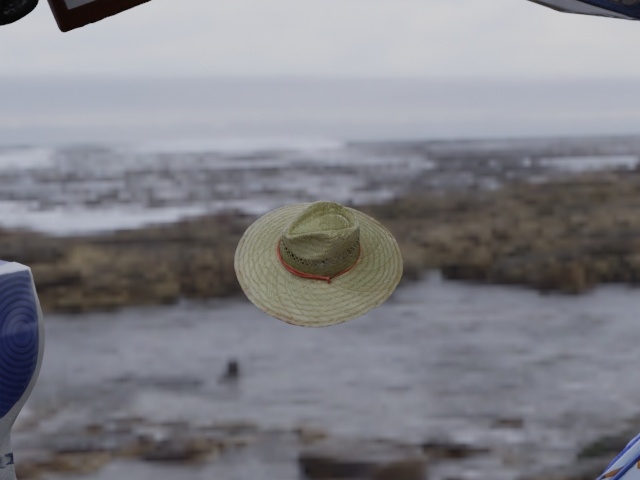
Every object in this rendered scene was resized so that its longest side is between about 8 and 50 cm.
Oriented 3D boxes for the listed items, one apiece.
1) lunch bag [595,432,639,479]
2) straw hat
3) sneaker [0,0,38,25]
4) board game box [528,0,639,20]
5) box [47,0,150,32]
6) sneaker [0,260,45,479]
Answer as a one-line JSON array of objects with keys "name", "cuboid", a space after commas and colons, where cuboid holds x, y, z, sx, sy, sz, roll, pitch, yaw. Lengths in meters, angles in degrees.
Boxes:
[{"name": "lunch bag", "cuboid": [0.394, 0.262, 1.801, 0.303, 0.243, 0.115, -45, -15, 9]}, {"name": "straw hat", "cuboid": [0.000, 0.000, 1.561, 0.144, 0.144, 0.061, -2, -38, -6]}, {"name": "sneaker", "cuboid": [-0.374, -0.239, 1.906, 0.170, 0.051, 0.089, -6, 12, -6]}, {"name": "board game box", "cuboid": [0.126, -0.229, 1.461, 0.243, 0.042, 0.165, 15, 5, -19]}, {"name": "box", "cuboid": [-0.300, -0.424, 2.118, 0.143, 0.191, 0.381, -22, 43, -7]}, {"name": "sneaker", "cuboid": [-0.351, 0.171, 1.672, 0.127, 0.316, 0.182, -5, 10, -45]}]
